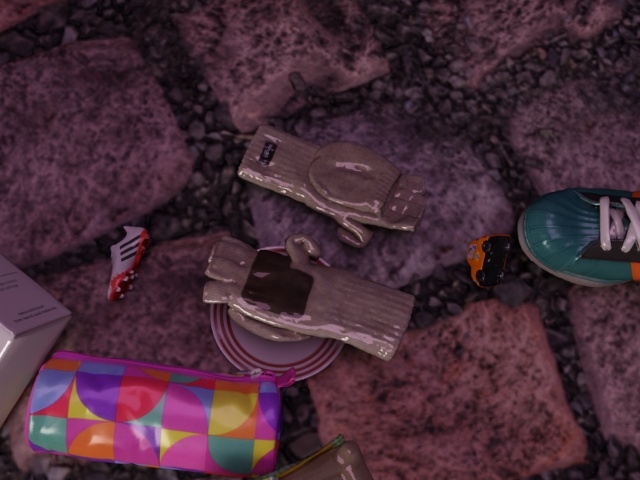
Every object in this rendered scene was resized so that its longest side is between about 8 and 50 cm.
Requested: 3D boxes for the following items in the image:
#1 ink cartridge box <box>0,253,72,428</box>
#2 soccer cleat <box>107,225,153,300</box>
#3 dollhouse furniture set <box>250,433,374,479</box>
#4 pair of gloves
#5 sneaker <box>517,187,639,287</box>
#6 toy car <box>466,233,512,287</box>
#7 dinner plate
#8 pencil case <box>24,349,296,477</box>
[{"bbox_3d":[-0.370,0.066,0.779,0.237,0.100,0.172,37,104,8],"label":"ink cartridge box"},{"bbox_3d":[-0.199,0.022,0.884,0.035,0.029,0.083,18,67,11],"label":"soccer cleat"},{"bbox_3d":[-0.008,0.354,0.747,0.197,0.151,0.302,-16,64,-26],"label":"dollhouse furniture set"},{"bbox_3d":[0.000,0.000,0.885,0.204,0.042,0.240,13,57,1],"label":"pair of gloves"},{"bbox_3d":[0.355,-0.008,0.876,0.302,0.121,0.108,7,73,-8],"label":"sneaker"},{"bbox_3d":[0.201,0.004,0.927,0.122,0.060,0.040,-21,29,-28],"label":"toy car"},{"bbox_3d":[-0.040,0.074,0.883,0.141,0.017,0.141,2,71,-5],"label":"dinner plate"},{"bbox_3d":[-0.144,0.155,0.805,0.236,0.104,0.105,5,71,-4],"label":"pencil case"}]
